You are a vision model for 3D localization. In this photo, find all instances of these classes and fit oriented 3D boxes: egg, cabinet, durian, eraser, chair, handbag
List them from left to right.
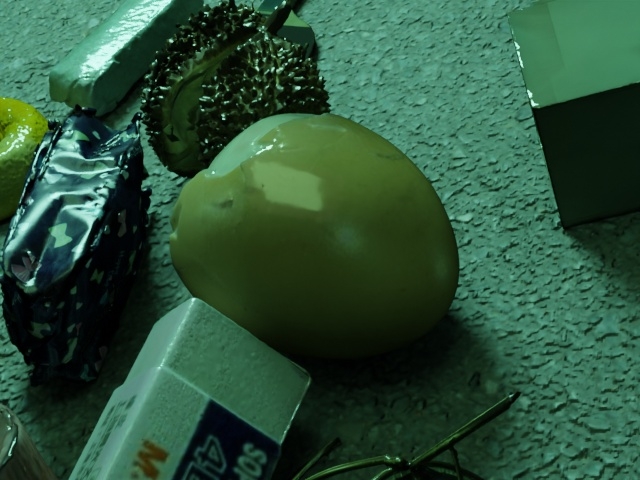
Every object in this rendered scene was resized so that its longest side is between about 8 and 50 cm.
[{"bbox_3d":[-0.218,0.004,1.364,0.113,0.162,0.260,4,47,7],"label":"handbag"},{"bbox_3d":[-0.119,0.195,1.124,0.086,0.130,0.287,-37,22,54],"label":"eraser"},{"bbox_3d":[-0.076,-0.139,1.433,0.196,0.167,0.196,-2,85,21],"label":"durian"},{"bbox_3d":[0.000,0.000,1.246,0.244,0.201,0.201,28,60,23],"label":"egg"},{"bbox_3d":[0.070,0.215,1.047,0.160,0.170,0.326,-57,9,-28],"label":"chair"},{"bbox_3d":[0.282,-0.130,1.302,0.206,0.145,0.150,-14,43,9],"label":"cabinet"}]

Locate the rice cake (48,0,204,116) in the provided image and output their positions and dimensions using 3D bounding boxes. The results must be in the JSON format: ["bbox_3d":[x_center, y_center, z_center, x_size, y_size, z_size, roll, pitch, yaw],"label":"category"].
[{"bbox_3d":[-0.204,-0.214,1.645,0.069,0.063,0.206,23,59,36],"label":"rice cake"}]

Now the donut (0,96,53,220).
[{"bbox_3d":[-0.353,-0.089,1.576,0.178,0.065,0.162,0,46,23],"label":"donut"}]

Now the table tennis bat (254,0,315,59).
[{"bbox_3d":[-0.074,-0.215,1.623,0.173,0.022,0.301,10,52,30],"label":"table tennis bat"}]

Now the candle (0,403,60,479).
[{"bbox_3d":[-0.346,0.276,1.160,0.287,0.131,0.317,-13,33,19],"label":"candle"}]
